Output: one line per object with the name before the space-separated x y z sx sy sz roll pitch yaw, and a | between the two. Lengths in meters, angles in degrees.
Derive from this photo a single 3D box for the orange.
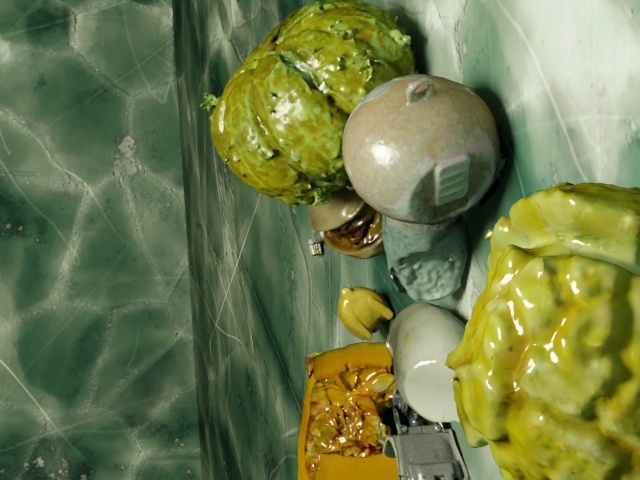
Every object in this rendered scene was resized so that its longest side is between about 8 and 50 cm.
orange | 0.001 -0.186 1.903 0.301 0.223 0.300 -49 23 -1

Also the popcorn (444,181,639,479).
popcorn | 0.228 0.092 1.138 0.282 0.247 0.282 -166 90 -77

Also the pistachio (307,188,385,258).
pistachio | 0.050 -0.045 2.026 0.131 0.129 0.206 -51 18 -1

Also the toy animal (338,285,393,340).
toy animal | 0.057 0.100 2.126 0.083 0.070 0.159 45 178 -2

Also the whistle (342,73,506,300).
whistle | 0.116 -0.066 1.674 0.348 0.189 0.189 84 171 -47

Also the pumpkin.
pumpkin | 0.047 0.308 2.082 0.190 0.139 0.280 -104 14 -46

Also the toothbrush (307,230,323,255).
toothbrush | -0.001 -0.002 2.279 0.342 0.025 0.030 126 131 -83

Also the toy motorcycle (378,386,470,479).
toy motorcycle | 0.136 0.310 1.844 0.157 0.091 0.263 100 160 -53

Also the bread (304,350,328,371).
bread | 0.021 0.242 2.299 0.119 0.067 0.192 95 166 -59

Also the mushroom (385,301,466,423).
mushroom | 0.136 0.136 1.795 0.270 0.103 0.118 -108 25 -75
